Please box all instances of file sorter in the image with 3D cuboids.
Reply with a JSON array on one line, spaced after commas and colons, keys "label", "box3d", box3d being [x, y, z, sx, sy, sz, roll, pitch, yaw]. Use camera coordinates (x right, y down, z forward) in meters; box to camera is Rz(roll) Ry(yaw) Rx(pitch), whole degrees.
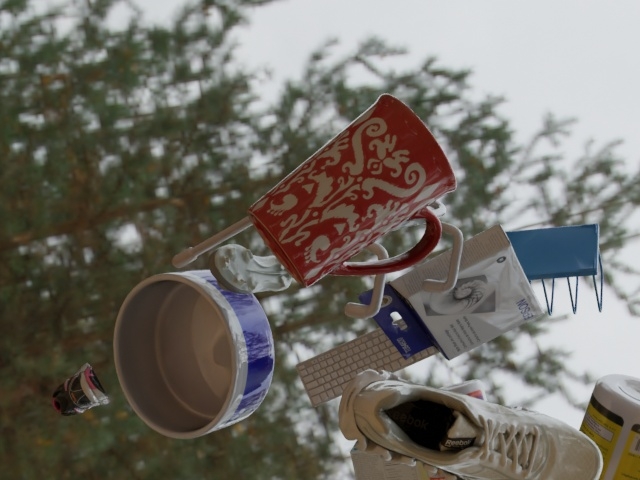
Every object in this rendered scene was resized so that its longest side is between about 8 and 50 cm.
[{"label": "file sorter", "box3d": [0.365, 0.055, 1.828, 0.118, 0.170, 0.105, -71, 150, -50]}]

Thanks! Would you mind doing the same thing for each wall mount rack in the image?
[{"label": "wall mount rack", "box3d": [0.000, 0.000, 1.452, 0.304, 0.350, 0.131, 18, -74, 30]}]

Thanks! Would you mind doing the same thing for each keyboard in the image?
[{"label": "keyboard", "box3d": [0.091, 0.172, 1.742, 0.014, 0.256, 0.072, 56, 11, -86]}]

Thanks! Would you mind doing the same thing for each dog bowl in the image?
[{"label": "dog bowl", "box3d": [-0.206, 0.180, 1.833, 0.264, 0.104, 0.265, 4, -84, 35]}]

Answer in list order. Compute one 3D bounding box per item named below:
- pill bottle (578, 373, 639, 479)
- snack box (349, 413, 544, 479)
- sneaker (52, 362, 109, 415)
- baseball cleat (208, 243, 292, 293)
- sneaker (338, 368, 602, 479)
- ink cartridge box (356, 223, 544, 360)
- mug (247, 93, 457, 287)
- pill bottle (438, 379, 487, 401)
[{"label": "pill bottle", "box3d": [0.546, 0.430, 2.084, 0.188, 0.187, 0.334, 36, -65, 52]}, {"label": "snack box", "box3d": [0.224, 0.399, 1.851, 0.060, 0.321, 0.187, -35, 113, -72]}, {"label": "sneaker", "box3d": [-0.370, 0.230, 1.719, 0.072, 0.077, 0.178, 60, -13, 7]}, {"label": "baseball cleat", "box3d": [-0.123, 0.052, 1.668, 0.109, 0.206, 0.072, -11, -104, 28]}, {"label": "sneaker", "box3d": [0.166, 0.212, 1.190, 0.118, 0.292, 0.110, 141, -37, -75]}, {"label": "ink cartridge box", "box3d": [0.191, 0.093, 1.627, 0.223, 0.224, 0.045, 52, 14, -52]}, {"label": "mug", "box3d": [0.036, -0.027, 1.053, 0.150, 0.169, 0.113, 54, -9, -1]}, {"label": "pill bottle", "box3d": [0.249, 0.344, 1.948, 0.108, 0.108, 0.194, -25, -102, 62]}]
